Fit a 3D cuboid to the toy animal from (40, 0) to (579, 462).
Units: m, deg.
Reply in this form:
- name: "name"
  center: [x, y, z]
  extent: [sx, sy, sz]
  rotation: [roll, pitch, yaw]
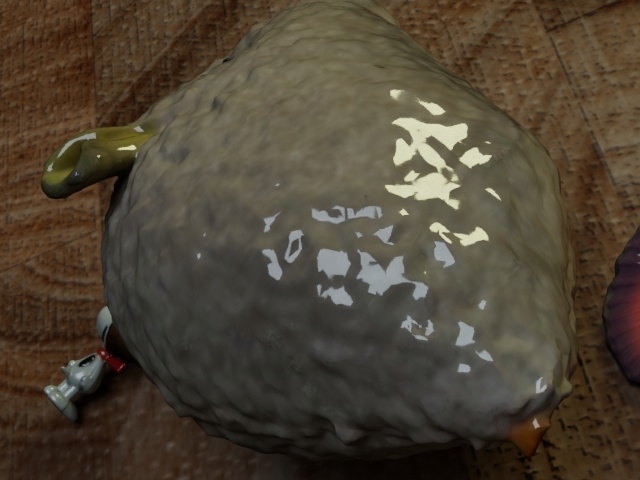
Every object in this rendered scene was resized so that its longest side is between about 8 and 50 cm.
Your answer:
- name: "toy animal"
  center: [0.002, 0.003, 0.648]
  extent: [0.226, 0.188, 0.358]
  rotation: [-30, 34, -5]

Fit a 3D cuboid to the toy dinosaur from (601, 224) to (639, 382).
- name: "toy dinosaur"
  center: [0.206, -0.007, 0.653]
  extent: [0.139, 0.070, 0.286]
  rotation: [-34, 40, 33]

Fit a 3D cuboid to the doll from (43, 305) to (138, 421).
- name: "doll"
  center: [-0.134, 0.073, 0.781]
  extent: [0.058, 0.040, 0.085]
  rotation: [5, 53, 47]
